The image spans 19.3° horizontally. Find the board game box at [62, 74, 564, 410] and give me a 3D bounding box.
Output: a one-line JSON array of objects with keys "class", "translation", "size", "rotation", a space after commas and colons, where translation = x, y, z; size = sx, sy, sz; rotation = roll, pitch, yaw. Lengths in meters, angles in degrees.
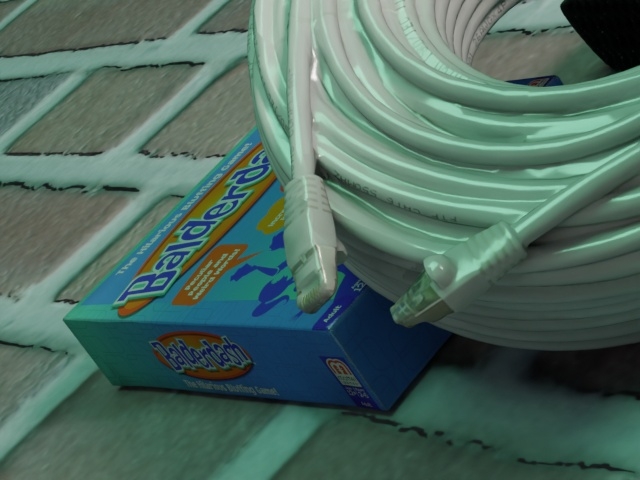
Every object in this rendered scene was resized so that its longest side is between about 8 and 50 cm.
[{"class": "board game box", "translation": [0.000, 0.000, 0.828], "size": [0.160, 0.047, 0.210], "rotation": [-48, 25, -28]}]

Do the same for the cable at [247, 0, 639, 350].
[{"class": "cable", "translation": [0.098, -0.083, 0.692], "size": [0.257, 0.089, 0.257], "rotation": [-21, 51, 8]}]

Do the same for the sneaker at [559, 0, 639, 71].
[{"class": "sneaker", "translation": [0.173, -0.114, 0.802], "size": [0.075, 0.057, 0.161], "rotation": [-48, 22, -17]}]
